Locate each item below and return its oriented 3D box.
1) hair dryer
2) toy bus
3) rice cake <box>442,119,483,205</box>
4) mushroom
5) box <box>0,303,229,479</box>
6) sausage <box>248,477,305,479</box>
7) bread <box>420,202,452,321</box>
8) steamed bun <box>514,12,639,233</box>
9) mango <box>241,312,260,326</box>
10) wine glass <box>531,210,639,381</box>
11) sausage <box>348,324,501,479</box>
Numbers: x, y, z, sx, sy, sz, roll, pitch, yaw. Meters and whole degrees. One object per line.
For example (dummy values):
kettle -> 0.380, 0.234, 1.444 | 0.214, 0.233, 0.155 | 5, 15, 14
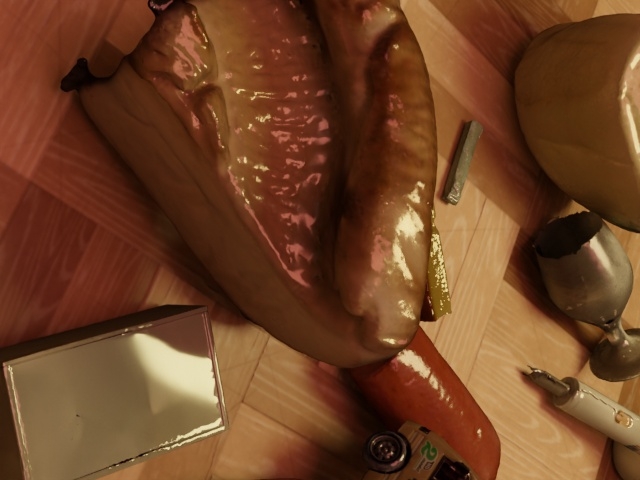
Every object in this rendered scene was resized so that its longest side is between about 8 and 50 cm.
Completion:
hair dryer -> 0.432, 0.262, 1.568 | 0.357, 0.173, 0.108 | 29, 68, -23
toy bus -> 0.068, 0.347, 1.182 | 0.289, 0.157, 0.139 | -49, 157, -34
rice cake -> 0.189, -0.103, 1.438 | 0.022, 0.021, 0.121 | 29, 71, -26
mushroom -> -0.001, -0.089, 1.066 | 0.313, 0.224, 0.397 | -37, 94, -28
box -> -0.209, 0.149, 1.043 | 0.225, 0.086, 0.130 | -13, 97, -41
sausage -> -0.074, 0.295, 1.166 | 0.194, 0.077, 0.077 | 5, 86, -42
bread -> 0.102, -0.015, 1.319 | 0.049, 0.088, 0.226 | -17, 101, -38
steamed bun -> 0.412, -0.155, 1.471 | 0.273, 0.290, 0.272 | 17, 82, -20
mango -> 0.000, 0.000, 1.206 | 0.248, 0.151, 0.156 | -35, 75, -27
wine glass -> 0.396, 0.080, 1.549 | 0.126, 0.126, 0.241 | -47, 118, -32
sausage -> 0.136, 0.213, 1.328 | 0.113, 0.113, 0.259 | -51, 118, -30
